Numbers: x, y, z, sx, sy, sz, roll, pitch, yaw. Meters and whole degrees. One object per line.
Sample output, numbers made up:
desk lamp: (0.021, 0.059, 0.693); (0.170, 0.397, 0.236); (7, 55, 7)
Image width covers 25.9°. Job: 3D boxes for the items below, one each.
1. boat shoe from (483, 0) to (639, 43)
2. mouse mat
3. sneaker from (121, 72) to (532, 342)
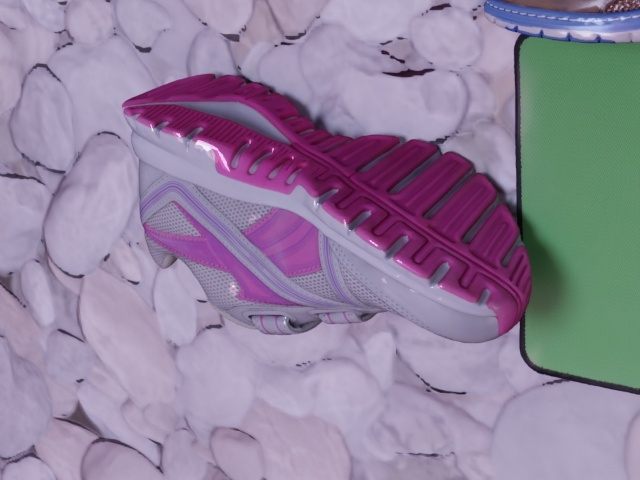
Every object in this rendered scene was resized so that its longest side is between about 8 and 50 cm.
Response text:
boat shoe: (0.159, -0.121, 0.603); (0.183, 0.066, 0.066); (3, 106, 24)
mouse mat: (0.164, -0.008, 0.678); (0.153, 0.007, 0.189); (10, 116, 33)
sneaker: (0.000, 0.000, 0.748); (0.252, 0.103, 0.111); (27, 127, 32)
